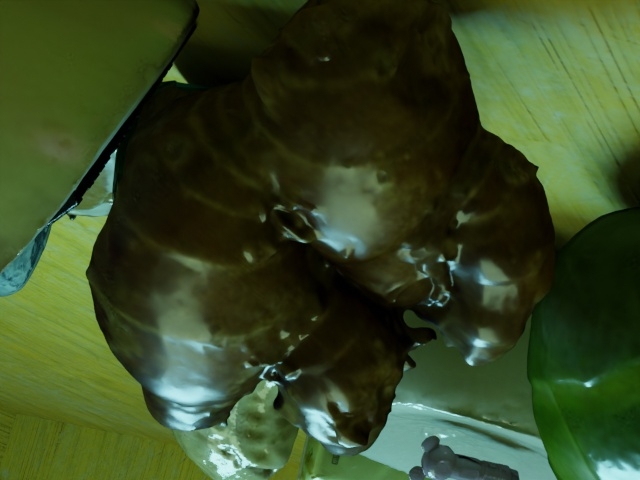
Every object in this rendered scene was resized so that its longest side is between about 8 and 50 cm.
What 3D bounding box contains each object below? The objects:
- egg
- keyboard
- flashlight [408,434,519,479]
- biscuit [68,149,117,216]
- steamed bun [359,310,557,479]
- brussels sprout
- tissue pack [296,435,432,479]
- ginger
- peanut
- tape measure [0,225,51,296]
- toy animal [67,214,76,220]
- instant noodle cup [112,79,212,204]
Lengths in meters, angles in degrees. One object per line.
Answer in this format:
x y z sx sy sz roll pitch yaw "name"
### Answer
-0.255 -0.089 1.037 0.201 0.337 0.337 37 159 -15 "egg"
-0.145 -0.083 1.104 0.010 0.198 0.064 41 139 -16 "keyboard"
0.137 0.214 1.452 0.110 0.052 0.031 16 -164 -21 "flashlight"
-0.306 -0.121 1.287 0.344 0.057 0.287 23 155 -5 "biscuit"
0.160 0.119 1.520 0.324 0.206 0.324 13 159 5 "steamed bun"
0.332 0.107 1.237 0.371 0.275 0.315 18 153 -41 "brussels sprout"
0.077 0.204 1.861 0.159 0.234 0.125 17 164 -10 "tissue pack"
-0.010 0.004 1.032 0.357 0.152 0.274 -37 113 18 "ginger"
-0.073 0.080 1.462 0.174 0.158 0.340 21 124 0 "peanut"
-0.410 -0.045 1.594 0.256 0.147 0.275 28 164 -36 "tape measure"
-0.253 -0.069 1.513 0.086 0.069 0.220 31 168 27 "toy animal"
-0.038 -0.020 1.213 0.178 0.240 0.240 -3 160 19 "instant noodle cup"
